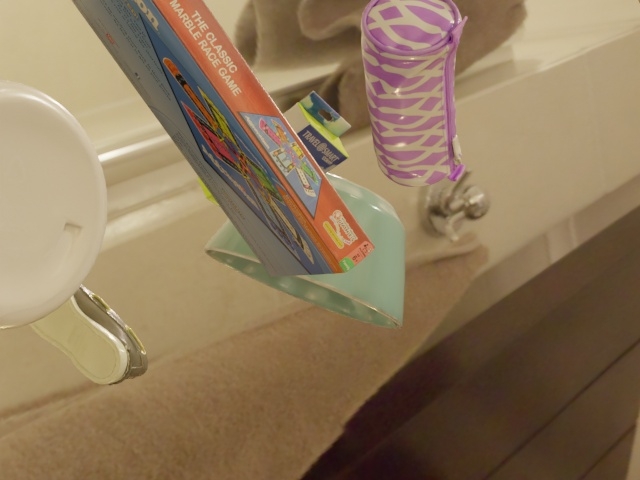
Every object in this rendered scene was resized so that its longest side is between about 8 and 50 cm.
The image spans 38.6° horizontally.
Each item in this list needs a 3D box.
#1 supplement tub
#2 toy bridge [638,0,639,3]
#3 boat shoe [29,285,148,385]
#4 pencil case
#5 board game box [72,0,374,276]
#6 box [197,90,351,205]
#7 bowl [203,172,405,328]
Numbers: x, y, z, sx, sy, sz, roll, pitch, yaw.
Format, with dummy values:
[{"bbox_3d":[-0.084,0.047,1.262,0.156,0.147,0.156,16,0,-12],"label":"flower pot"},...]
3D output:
[{"bbox_3d":[-0.392,-0.037,0.907,0.316,0.228,0.228,3,-69,38],"label":"supplement tub"},{"bbox_3d":[0.280,-0.319,0.886,0.063,0.026,0.188,-21,-76,20],"label":"toy bridge"},{"bbox_3d":[-0.419,0.141,1.592,0.305,0.091,0.109,39,-77,28],"label":"boat shoe"},{"bbox_3d":[0.085,-0.127,0.807,0.088,0.086,0.206,31,-20,25],"label":"pencil case"},{"bbox_3d":[-0.081,-0.098,0.545,0.281,0.027,0.145,55,-17,-9],"label":"board game box"},{"bbox_3d":[-0.049,-0.097,1.121,0.178,0.109,0.042,-35,-120,14],"label":"box"},{"bbox_3d":[0.000,0.000,1.344,0.311,0.311,0.163,13,-102,41],"label":"bowl"}]
